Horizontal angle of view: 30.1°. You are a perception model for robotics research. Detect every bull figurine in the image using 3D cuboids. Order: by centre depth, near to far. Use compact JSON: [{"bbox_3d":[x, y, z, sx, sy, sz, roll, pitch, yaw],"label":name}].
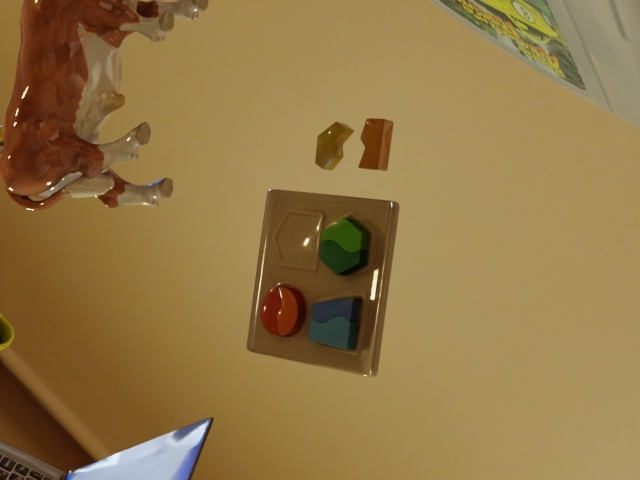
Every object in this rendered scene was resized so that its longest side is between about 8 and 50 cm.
[{"bbox_3d":[-0.217,-0.175,1.110,0.188,0.311,0.101,12,-172,22],"label":"bull figurine"}]

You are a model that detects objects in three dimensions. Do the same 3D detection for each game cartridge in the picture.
[{"bbox_3d":[0.103,-0.169,0.691,0.294,0.060,0.196,40,-177,32],"label":"game cartridge"}]

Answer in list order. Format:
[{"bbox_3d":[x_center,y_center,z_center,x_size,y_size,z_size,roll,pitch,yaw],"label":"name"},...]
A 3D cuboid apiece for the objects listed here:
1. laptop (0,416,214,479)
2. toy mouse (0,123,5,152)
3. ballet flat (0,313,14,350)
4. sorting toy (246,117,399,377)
[{"bbox_3d":[-0.408,0.329,1.574,0.407,0.236,0.382,28,-154,-5],"label":"laptop"},{"bbox_3d":[-0.437,-0.124,1.383,0.143,0.161,0.031,27,157,27],"label":"toy mouse"},{"bbox_3d":[-0.271,0.017,0.823,0.231,0.077,0.077,81,176,-53],"label":"ballet flat"},{"bbox_3d":[0.000,0.000,1.463,0.041,0.229,0.307,8,-90,-48],"label":"sorting toy"}]
